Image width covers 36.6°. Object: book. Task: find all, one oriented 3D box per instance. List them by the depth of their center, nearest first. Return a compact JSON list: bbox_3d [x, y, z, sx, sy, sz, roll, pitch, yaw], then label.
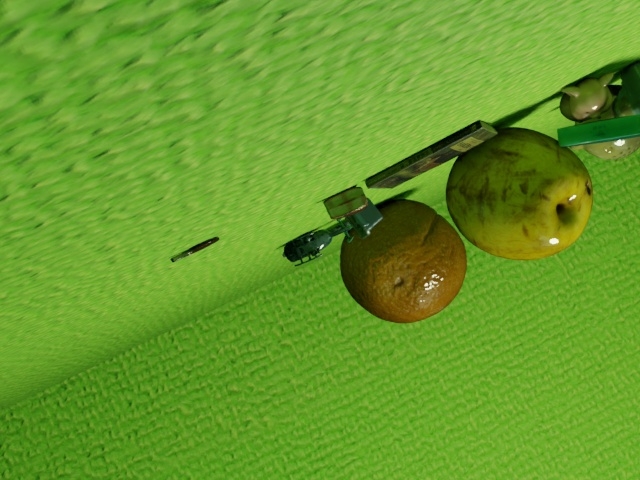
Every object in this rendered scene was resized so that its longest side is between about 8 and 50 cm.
[{"bbox_3d":[0.200,-0.150,1.732,0.228,0.024,0.160,-26,174,18],"label":"book"}]

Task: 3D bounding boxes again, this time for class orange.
[{"bbox_3d":[0.210,0.048,2.474,0.322,0.322,0.357,-26,-172,10],"label":"orange"}]

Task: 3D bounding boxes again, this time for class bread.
[{"bbox_3d":[0.056,-0.070,1.727,0.062,0.043,0.109,-26,176,29],"label":"bread"}]

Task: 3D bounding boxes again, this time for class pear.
[{"bbox_3d":[0.390,-0.090,1.887,0.280,0.281,0.281,-26,176,-2],"label":"pear"}]

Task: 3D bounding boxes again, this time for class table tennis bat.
[{"bbox_3d":[-0.193,0.014,1.492,0.083,0.007,0.050,-26,178,-28],"label":"table tennis bat"}]

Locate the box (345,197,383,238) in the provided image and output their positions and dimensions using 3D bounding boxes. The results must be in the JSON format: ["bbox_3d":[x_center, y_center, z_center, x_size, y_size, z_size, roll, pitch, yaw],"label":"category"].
[{"bbox_3d":[0.094,-0.050,2.091,0.054,0.074,0.099,-36,178,-9],"label":"box"}]

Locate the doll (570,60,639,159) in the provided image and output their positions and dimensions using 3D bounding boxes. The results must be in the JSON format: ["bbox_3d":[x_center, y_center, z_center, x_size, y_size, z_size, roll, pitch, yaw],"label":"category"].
[{"bbox_3d":[0.653,-0.272,2.042,0.177,0.161,0.260,-25,174,-35],"label":"doll"}]

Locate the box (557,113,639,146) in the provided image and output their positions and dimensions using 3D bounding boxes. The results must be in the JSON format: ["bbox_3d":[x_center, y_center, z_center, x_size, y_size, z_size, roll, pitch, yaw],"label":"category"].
[{"bbox_3d":[0.571,-0.213,1.847,0.161,0.042,0.226,-8,-178,37],"label":"box"}]

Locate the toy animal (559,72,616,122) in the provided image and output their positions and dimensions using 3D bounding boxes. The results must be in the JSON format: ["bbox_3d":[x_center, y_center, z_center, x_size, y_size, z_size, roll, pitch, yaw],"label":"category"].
[{"bbox_3d":[0.486,-0.260,1.796,0.083,0.089,0.150,-46,177,-12],"label":"toy animal"}]

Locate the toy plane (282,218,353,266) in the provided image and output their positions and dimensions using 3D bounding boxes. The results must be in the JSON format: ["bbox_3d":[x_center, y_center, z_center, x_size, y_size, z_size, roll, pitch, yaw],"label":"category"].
[{"bbox_3d":[0.000,0.000,2.243,0.235,0.060,0.096,-24,-175,22],"label":"toy plane"}]
